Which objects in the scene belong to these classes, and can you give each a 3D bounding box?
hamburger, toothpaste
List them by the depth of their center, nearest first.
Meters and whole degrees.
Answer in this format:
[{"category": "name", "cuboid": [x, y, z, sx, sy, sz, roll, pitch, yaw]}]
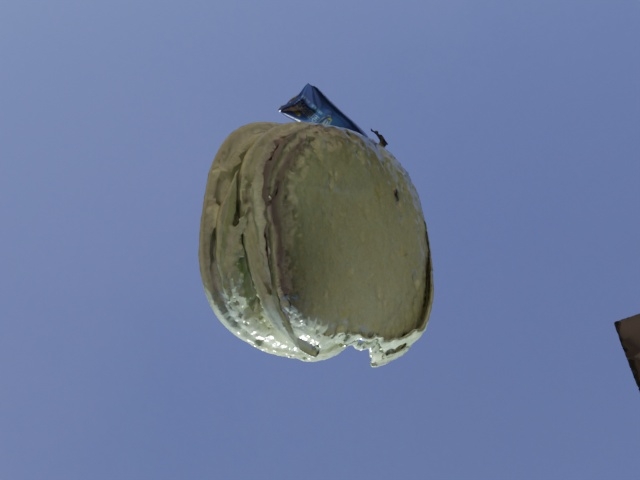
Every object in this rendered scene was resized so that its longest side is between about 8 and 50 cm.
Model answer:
[{"category": "hamburger", "cuboid": [0.000, 0.000, 0.637, 0.062, 0.140, 0.133, -12, -119, 41]}, {"category": "toothpaste", "cuboid": [0.007, -0.072, 0.752, 0.027, 0.083, 0.019, -41, -131, 15]}]

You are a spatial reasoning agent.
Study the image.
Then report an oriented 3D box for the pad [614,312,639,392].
[{"category": "pad", "cuboid": [0.303, 0.095, 0.708, 0.006, 0.170, 0.245, -12, 169, -46]}]
